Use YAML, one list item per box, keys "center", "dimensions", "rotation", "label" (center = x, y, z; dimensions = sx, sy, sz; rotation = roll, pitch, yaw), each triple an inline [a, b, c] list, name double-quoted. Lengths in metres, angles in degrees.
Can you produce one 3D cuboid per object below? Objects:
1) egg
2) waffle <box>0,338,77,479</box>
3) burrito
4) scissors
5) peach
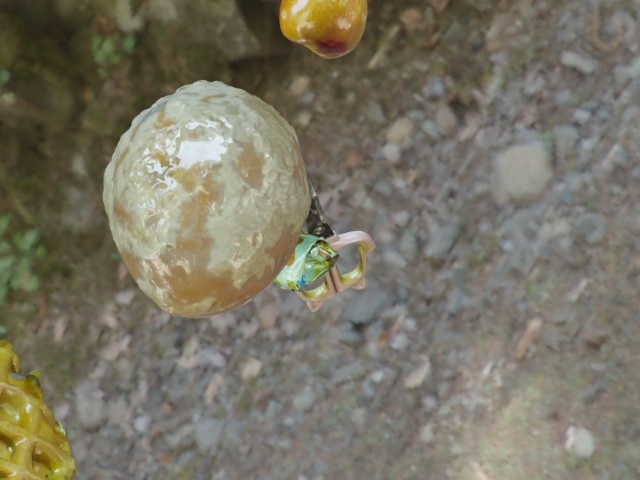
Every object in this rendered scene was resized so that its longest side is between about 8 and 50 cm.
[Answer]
- center: [-0.106, -0.037, 1.256]
  dimensions: [0.195, 0.195, 0.233]
  rotation: [-22, 56, 50]
  label: "egg"
- center: [-0.293, 0.161, 1.008]
  dimensions: [0.052, 0.245, 0.254]
  rotation: [-47, 67, 37]
  label: "waffle"
- center: [-0.090, 0.009, 1.619]
  dimensions: [0.104, 0.054, 0.288]
  rotation: [-41, 35, -18]
  label: "burrito"
- center: [0.000, 0.000, 2.015]
  dimensions: [0.160, 0.317, 0.024]
  rotation: [-24, 53, -5]
  label: "scissors"
- center: [0.009, -0.353, 2.087]
  dimensions: [0.138, 0.138, 0.138]
  rotation: [-39, 35, 34]
  label: "peach"
